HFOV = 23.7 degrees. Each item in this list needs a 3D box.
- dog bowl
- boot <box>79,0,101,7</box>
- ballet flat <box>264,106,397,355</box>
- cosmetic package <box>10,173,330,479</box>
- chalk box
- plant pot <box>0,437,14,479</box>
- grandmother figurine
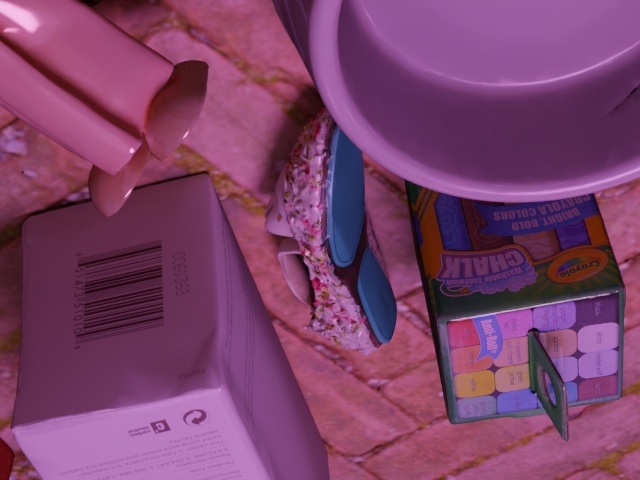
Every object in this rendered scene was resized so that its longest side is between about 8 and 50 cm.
[{"bbox_3d":[0.141,-0.163,0.959,0.349,0.102,0.349,-4,136,-3],"label":"dog bowl"},{"bbox_3d":[-0.186,-0.193,0.933,0.106,0.037,0.114,-1,132,-6],"label":"boot"},{"bbox_3d":[0.000,0.000,1.133,0.077,0.091,0.241,6,137,20],"label":"ballet flat"},{"bbox_3d":[-0.097,0.161,1.194,0.156,0.217,0.385,-13,135,6],"label":"cosmetic package"},{"bbox_3d":[0.141,0.043,1.094,0.132,0.213,0.132,-8,137,2],"label":"chalk box"},{"bbox_3d":[-0.427,0.239,1.216,0.267,0.236,0.267,-19,136,12],"label":"plant pot"},{"bbox_3d":[-0.232,-0.149,0.892,0.342,0.104,0.208,30,124,-21],"label":"grandmother figurine"}]
